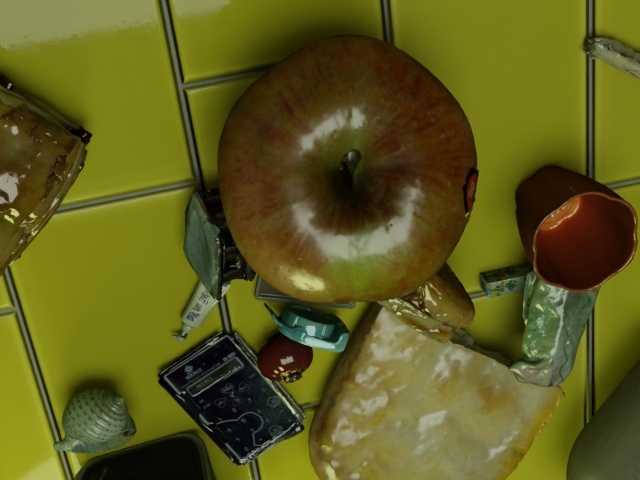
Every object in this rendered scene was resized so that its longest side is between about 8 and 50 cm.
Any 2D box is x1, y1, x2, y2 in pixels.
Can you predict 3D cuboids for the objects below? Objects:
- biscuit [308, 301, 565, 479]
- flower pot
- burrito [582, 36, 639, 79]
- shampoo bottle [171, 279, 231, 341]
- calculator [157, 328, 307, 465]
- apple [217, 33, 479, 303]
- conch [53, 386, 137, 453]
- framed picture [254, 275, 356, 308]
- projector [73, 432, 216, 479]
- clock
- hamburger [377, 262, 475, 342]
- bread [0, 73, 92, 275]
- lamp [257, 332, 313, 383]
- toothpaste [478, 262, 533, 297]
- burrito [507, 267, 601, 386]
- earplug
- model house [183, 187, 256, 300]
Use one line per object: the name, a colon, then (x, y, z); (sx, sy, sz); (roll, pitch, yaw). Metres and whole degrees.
biscuit: (0.197, 0.341, 2.177); (0.429, 0.104, 0.446); (19, 111, -21)
flower pot: (0.413, -0.036, 1.968); (0.191, 0.173, 0.190); (-6, 122, -10)
burrito: (0.511, -0.294, 1.924); (0.186, 0.041, 0.045); (21, 154, -24)
shampoo bottle: (-0.206, 0.117, 1.996); (0.049, 0.034, 0.141); (20, 114, -29)
calculator: (-0.154, 0.285, 2.106); (0.166, 0.028, 0.274); (-33, 121, 7)
apple: (0.041, -0.097, 1.757); (0.400, 0.333, 0.400); (0, 91, 1)
conch: (-0.384, 0.310, 2.026); (0.153, 0.102, 0.135); (-23, 141, 40)
framed picture: (0.000, 0.000, 1.981); (0.189, 0.023, 0.260); (5, 118, -16)
projector: (-0.285, 0.530, 2.086); (0.248, 0.248, 0.249); (-16, 121, -4)
clock: (-0.028, 0.145, 2.012); (0.147, 0.108, 0.045); (16, 100, -17)
hamburger: (0.160, 0.073, 1.960); (0.108, 0.213, 0.214); (-42, 120, 13)
bread: (-0.515, -0.078, 1.734); (0.277, 0.167, 0.324); (32, 109, -27)
lamp: (-0.061, 0.204, 2.045); (0.101, 0.090, 0.101); (-22, 159, -9)
toothpaste: (0.366, 0.064, 2.090); (0.164, 0.046, 0.034); (-12, 118, -6)
burrito: (0.414, 0.149, 2.056); (0.144, 0.089, 0.228); (-1, 111, -22)
earplug: (0.650, 0.409, 2.198); (0.313, 0.312, 0.394); (26, 111, -25)
model house: (-0.138, -0.014, 1.895); (0.152, 0.106, 0.165); (-20, 131, -39)
